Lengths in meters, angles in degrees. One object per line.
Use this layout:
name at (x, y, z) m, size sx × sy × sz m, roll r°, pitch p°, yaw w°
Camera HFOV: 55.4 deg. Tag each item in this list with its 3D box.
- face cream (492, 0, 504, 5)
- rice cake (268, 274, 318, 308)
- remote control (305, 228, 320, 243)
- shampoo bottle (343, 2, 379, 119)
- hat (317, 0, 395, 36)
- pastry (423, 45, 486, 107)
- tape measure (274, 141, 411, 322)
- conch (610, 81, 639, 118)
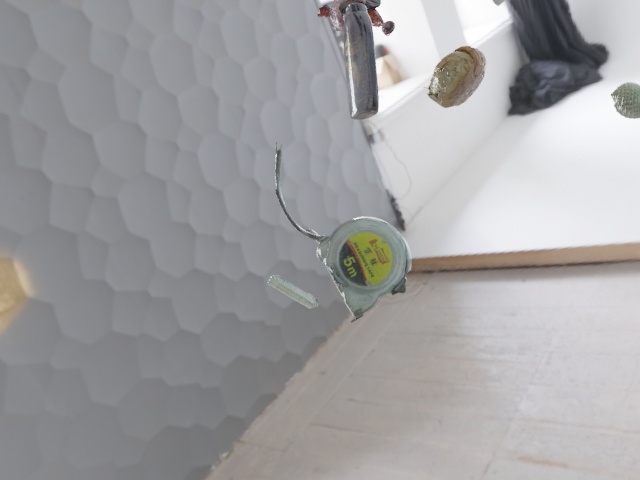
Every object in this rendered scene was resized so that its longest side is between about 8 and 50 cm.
face cream at (0.458, -0.673, 1.437) m, size 0.145 × 0.145 × 0.370 m, roll -13°, pitch 42°, yaw 28°
rice cake at (-0.049, 0.096, 1.130) m, size 0.022 × 0.121 × 0.022 m, roll -21°, pitch 49°, yaw 36°
remote control at (0.000, 0.000, 1.466) m, size 0.014 × 0.039 × 0.096 m, roll -53°, pitch 45°, yaw 6°
shampoo bottle at (0.083, -0.375, 1.273) m, size 0.049 × 0.234 × 0.087 m, roll -2°, pitch -5°, yaw -30°
hat at (0.114, -0.597, 1.623) m, size 0.140 × 0.129 × 0.227 m, roll -8°, pitch 35°, yaw -34°
pastry at (0.307, -0.365, 1.364) m, size 0.153 × 0.153 × 0.081 m, roll -26°, pitch 64°, yaw -14°
tape measure at (0.035, -0.035, 1.063) m, size 0.163 × 0.331 × 0.084 m, roll -27°, pitch -7°, yaw -3°
conch at (0.606, -0.266, 1.184) m, size 0.056 × 0.076 × 0.085 m, roll -37°, pitch 54°, yaw -23°
